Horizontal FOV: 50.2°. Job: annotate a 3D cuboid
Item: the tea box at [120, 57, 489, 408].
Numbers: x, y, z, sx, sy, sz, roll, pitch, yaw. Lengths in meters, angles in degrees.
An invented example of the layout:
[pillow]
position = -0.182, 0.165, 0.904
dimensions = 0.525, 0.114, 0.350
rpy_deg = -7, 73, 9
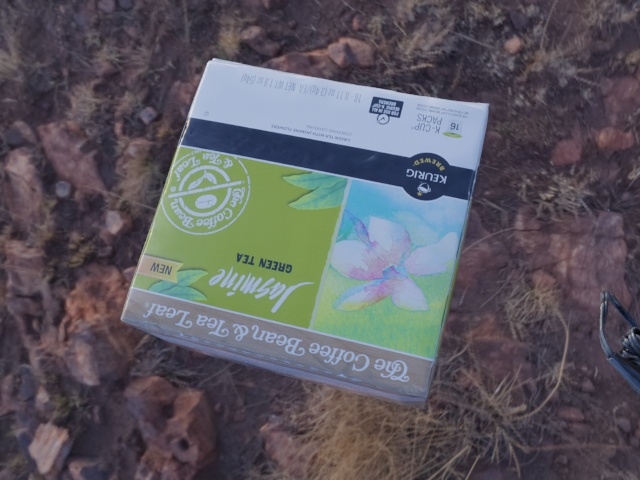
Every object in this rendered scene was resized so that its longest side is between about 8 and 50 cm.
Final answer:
[tea box]
position = 0.000, 0.000, 0.808
dimensions = 0.329, 0.220, 0.323
rpy_deg = 11, 76, 11

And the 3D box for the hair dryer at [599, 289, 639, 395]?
[hair dryer]
position = 0.364, 0.190, 0.645
dimensions = 0.080, 0.224, 0.293
rpy_deg = 124, 142, -56
